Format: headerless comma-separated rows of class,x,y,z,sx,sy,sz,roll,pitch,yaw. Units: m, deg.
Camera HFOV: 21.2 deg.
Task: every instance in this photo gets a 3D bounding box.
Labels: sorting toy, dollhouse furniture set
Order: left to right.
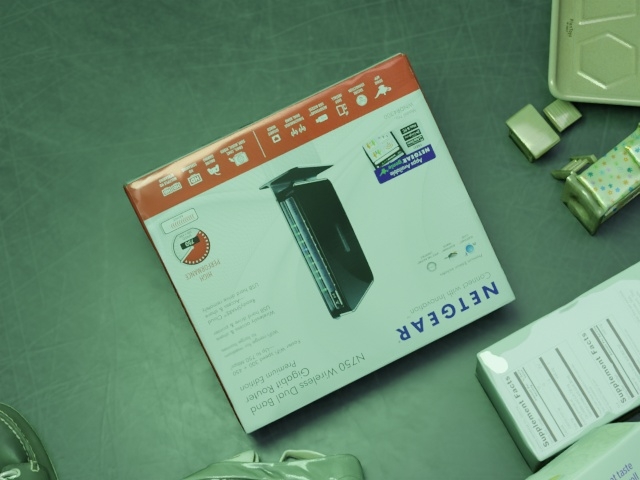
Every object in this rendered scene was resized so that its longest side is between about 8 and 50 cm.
dollhouse furniture set,0.330,-0.131,1.928,0.182,0.101,0.161,-38,78,-6
sorting toy,0.367,-0.235,1.972,0.208,0.038,0.193,7,64,0

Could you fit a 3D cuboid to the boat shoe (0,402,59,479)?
boat shoe,-0.334,0.333,1.856,0.112,0.095,0.335,-13,76,0

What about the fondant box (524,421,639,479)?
fondant box,0.295,0.380,1.687,0.238,0.096,0.330,-32,95,-28

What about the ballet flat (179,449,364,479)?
ballet flat,-0.057,0.263,1.883,0.213,0.072,0.068,1,49,2

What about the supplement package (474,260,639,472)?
supplement package,0.303,0.130,1.849,0.244,0.139,0.134,-30,77,-2

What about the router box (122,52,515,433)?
router box,0.000,0.000,1.867,0.335,0.082,0.301,-27,97,-7
